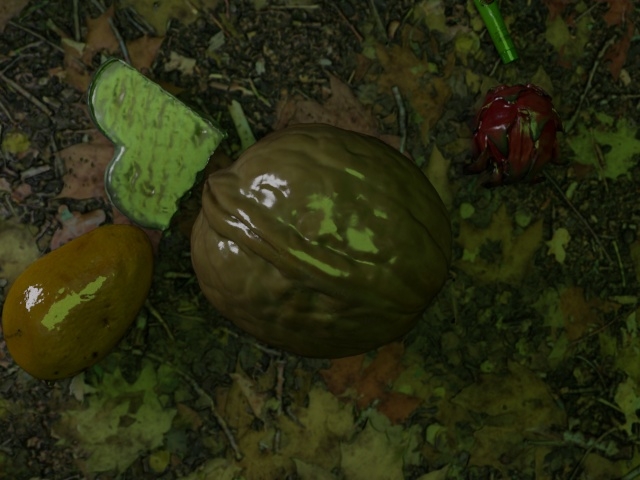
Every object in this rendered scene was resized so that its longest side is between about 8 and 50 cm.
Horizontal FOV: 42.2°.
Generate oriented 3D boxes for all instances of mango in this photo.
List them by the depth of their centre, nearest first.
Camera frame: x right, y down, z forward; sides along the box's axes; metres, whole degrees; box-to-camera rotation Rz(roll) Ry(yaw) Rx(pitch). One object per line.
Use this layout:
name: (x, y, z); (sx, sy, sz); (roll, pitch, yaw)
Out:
mango: (-0.303, 0.070, 1.047); (0.147, 0.109, 0.227); (38, 85, -4)

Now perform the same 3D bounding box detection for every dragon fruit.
dragon fruit: (0.264, -0.142, 1.125); (0.121, 0.130, 0.142); (-15, 93, -41)

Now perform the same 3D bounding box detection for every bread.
bread: (-0.206, -0.132, 1.078); (0.172, 0.064, 0.232); (-15, 95, -8)

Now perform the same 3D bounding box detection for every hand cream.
hand cream: (0.242, -0.305, 1.158); (0.036, 0.023, 0.122); (-24, 91, -3)

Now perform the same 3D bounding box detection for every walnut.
walnut: (0.000, 0.001, 1.012); (0.313, 0.277, 0.252); (26, 50, -13)
